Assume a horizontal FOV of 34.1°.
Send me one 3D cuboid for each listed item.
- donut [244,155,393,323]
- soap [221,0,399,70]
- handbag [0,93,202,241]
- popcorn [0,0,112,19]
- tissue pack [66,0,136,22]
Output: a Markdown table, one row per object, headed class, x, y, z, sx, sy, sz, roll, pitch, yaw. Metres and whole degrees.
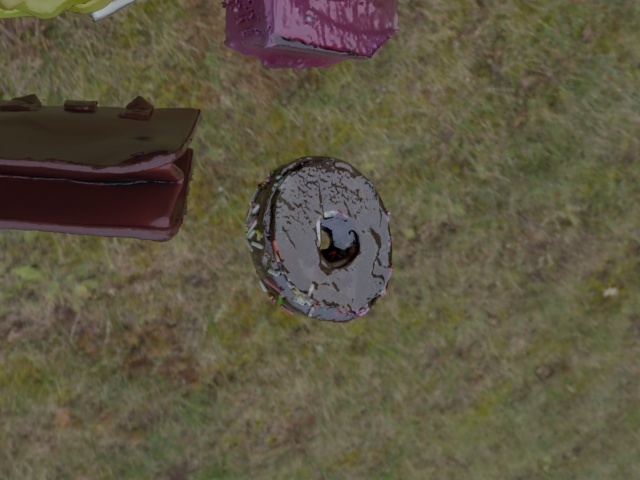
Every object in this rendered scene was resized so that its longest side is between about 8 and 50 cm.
| class | x | y | z | sx | sy | sz | roll | pitch | yaw |
| --- | --- | --- | --- | --- | --- | --- | --- | --- | --- |
| donut | 0.000 | 0.000 | 1.589 | 0.270 | 0.103 | 0.269 | 9 | 75 | -37 |
| soap | -0.004 | -0.368 | 1.581 | 0.325 | 0.127 | 0.220 | -2 | 92 | -50 |
| handbag | -0.248 | -0.079 | 0.989 | 0.260 | 0.275 | 0.084 | 3 | 108 | -2 |
| popcorn | -0.121 | -0.237 | 0.450 | 0.282 | 0.247 | 0.282 | -5 | 100 | -32 |
| tissue pack | -0.177 | -0.338 | 1.013 | 0.234 | 0.125 | 0.159 | -36 | 122 | -15 |
